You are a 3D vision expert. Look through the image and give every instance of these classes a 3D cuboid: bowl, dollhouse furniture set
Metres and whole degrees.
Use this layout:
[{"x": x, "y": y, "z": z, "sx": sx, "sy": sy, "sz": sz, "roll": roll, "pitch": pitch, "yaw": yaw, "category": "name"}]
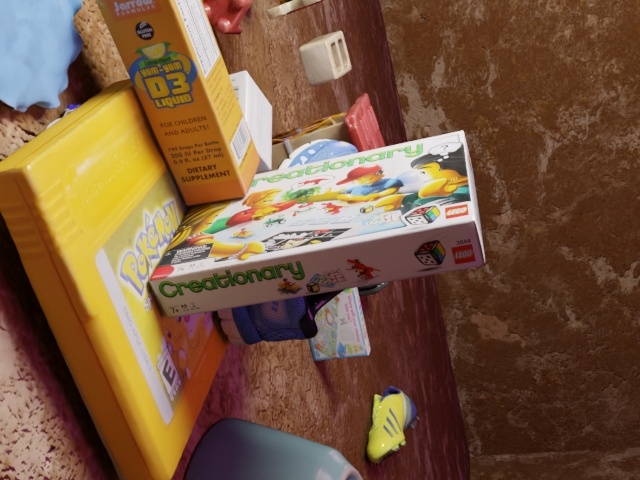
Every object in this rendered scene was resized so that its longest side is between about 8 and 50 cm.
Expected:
[{"x": -0.033, "y": 0.367, "z": 0.865, "sx": 0.311, "sy": 0.163, "sz": 0.312, "roll": -9, "pitch": 90, "yaw": -74, "category": "bowl"}, {"x": -0.049, "y": -0.241, "z": 1.070, "sx": 0.152, "sy": 0.201, "sz": 0.374, "roll": -59, "pitch": 132, "yaw": -65, "category": "dollhouse furniture set"}]

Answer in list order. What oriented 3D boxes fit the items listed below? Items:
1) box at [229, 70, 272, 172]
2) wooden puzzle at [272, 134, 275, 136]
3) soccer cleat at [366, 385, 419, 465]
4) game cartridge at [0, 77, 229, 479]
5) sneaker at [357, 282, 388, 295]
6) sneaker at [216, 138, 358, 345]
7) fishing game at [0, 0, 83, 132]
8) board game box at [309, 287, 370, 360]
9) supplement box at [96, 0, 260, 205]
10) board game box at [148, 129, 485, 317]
[{"x": -0.122, "y": -0.143, "z": 0.916, "sx": 0.087, "sy": 0.102, "sz": 0.101, "roll": 48, "pitch": 36, "yaw": -60, "category": "box"}, {"x": -0.071, "y": -0.131, "z": 1.251, "sx": 0.078, "sy": 0.014, "sz": 0.116, "roll": -71, "pitch": 149, "yaw": -67, "category": "wooden puzzle"}, {"x": 0.147, "y": 0.420, "z": 1.652, "sx": 0.121, "sy": 0.093, "sz": 0.289, "roll": 52, "pitch": 20, "yaw": 6, "category": "soccer cleat"}, {"x": -0.174, "y": 0.024, "z": 0.709, "sx": 0.285, "sy": 0.052, "sz": 0.324, "roll": -74, "pitch": 155, "yaw": -61, "category": "game cartridge"}, {"x": 0.098, "y": 0.062, "z": 1.570, "sx": 0.296, "sy": 0.104, "sz": 0.147, "roll": -56, "pitch": 130, "yaw": -73, "category": "sneaker"}, {"x": 0.000, "y": 0.000, "z": 0.903, "sx": 0.130, "sy": 0.147, "sz": 0.330, "roll": 70, "pitch": 33, "yaw": -45, "category": "sneaker"}, {"x": -0.248, "y": -0.193, "z": 0.586, "sx": 0.189, "sy": 0.041, "sz": 0.264, "roll": -76, "pitch": 167, "yaw": -56, "category": "fishing game"}, {"x": 0.023, "y": 0.137, "z": 1.279, "sx": 0.026, "sy": 0.103, "sz": 0.154, "roll": -56, "pitch": 136, "yaw": -67, "category": "board game box"}, {"x": -0.136, "y": -0.152, "z": 0.724, "sx": 0.080, "sy": 0.078, "sz": 0.233, "roll": -76, "pitch": 153, "yaw": -53, "category": "supplement box"}, {"x": 0.002, "y": -0.020, "z": 0.719, "sx": 0.193, "sy": 0.305, "sz": 0.053, "roll": -78, "pitch": 154, "yaw": -58, "category": "board game box"}]
